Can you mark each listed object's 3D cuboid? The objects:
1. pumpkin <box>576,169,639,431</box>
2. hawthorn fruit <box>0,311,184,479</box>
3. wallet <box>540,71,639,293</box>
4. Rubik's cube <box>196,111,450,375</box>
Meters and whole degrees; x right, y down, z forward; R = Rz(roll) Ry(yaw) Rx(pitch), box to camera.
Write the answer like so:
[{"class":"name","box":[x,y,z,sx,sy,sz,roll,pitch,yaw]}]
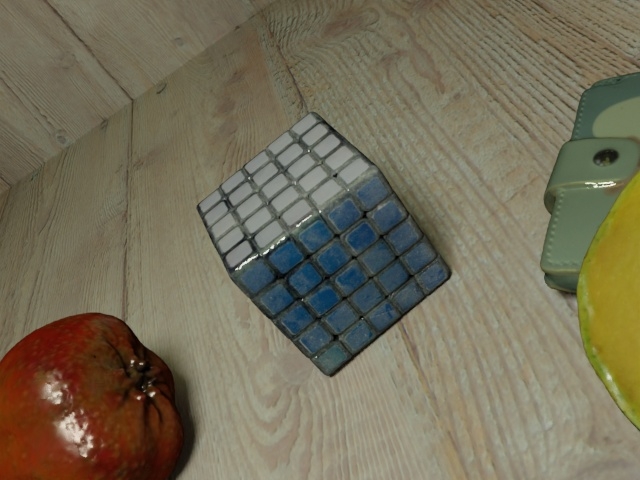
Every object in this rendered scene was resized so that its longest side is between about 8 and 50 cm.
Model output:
[{"class":"pumpkin","box":[0.361,0.055,0.567,0.332,0.199,0.332,-42,37,44]},{"class":"hawthorn fruit","box":[-0.366,0.273,1.029,0.330,0.287,0.287,-36,34,15]},{"class":"wallet","box":[0.406,-0.076,0.879,0.252,0.083,0.360,-1,49,35]},{"class":"Rubik's cube","box":[0.000,0.000,1.023,0.237,0.237,0.238,-38,35,-1]}]
